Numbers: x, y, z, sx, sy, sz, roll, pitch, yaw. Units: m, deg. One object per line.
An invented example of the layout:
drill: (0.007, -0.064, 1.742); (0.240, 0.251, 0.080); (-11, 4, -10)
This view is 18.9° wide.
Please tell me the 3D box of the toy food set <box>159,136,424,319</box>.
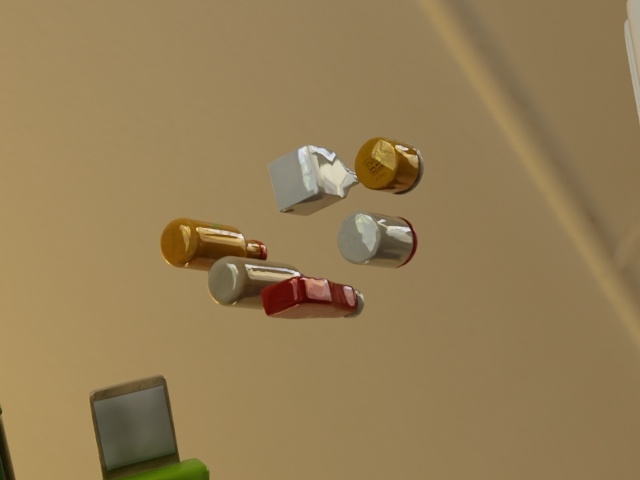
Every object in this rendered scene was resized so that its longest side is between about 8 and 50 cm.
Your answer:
toy food set: (0.000, 0.000, 1.478); (0.104, 0.232, 0.111); (9, -119, -54)

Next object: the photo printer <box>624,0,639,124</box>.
photo printer: (0.367, -0.045, 1.429); (0.256, 0.107, 0.308); (2, -110, -20)

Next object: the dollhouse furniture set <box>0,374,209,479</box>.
dollhouse furniture set: (-0.141, 0.182, 1.328); (0.197, 0.301, 0.151); (-12, -80, -17)
